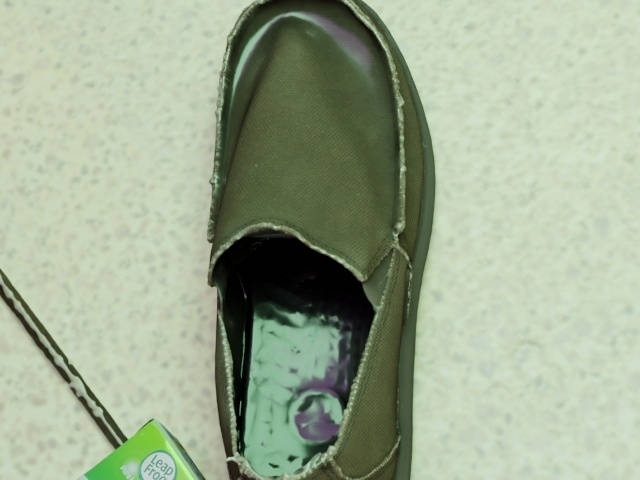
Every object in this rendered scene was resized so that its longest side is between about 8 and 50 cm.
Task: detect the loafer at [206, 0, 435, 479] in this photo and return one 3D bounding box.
[{"bbox_3d":[0.000,0.000,0.980,0.133,0.130,0.366,-8,69,9],"label":"loafer"}]

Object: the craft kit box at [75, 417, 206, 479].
[{"bbox_3d":[-0.120,0.273,0.948,0.246,0.061,0.250,-37,68,-1],"label":"craft kit box"}]
